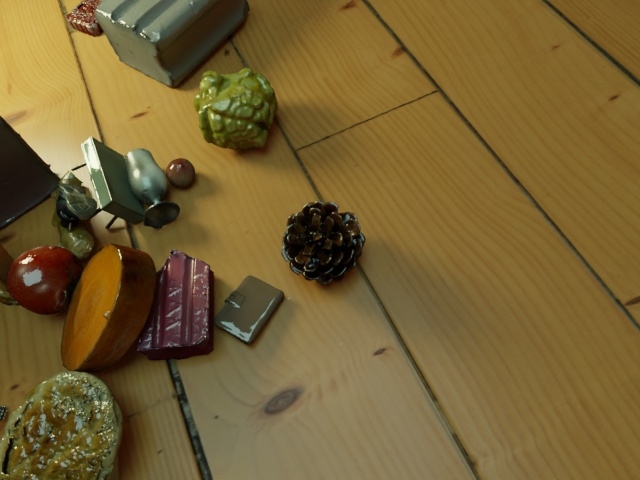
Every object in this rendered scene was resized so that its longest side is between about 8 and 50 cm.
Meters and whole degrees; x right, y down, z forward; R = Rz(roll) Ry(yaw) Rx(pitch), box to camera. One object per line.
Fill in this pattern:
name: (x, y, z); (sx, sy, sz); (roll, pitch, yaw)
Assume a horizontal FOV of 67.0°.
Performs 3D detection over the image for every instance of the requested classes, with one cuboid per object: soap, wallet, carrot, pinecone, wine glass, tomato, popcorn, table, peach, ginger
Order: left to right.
soap: (-0.877, -0.168, 1.252); (0.286, 0.296, 0.107); (-37, 65, -16)
tomato: (-0.661, 0.096, 1.155); (0.168, 0.167, 0.167); (-2, 62, 4)
ginger: (-0.671, -0.065, 1.305); (0.118, 0.065, 0.298); (-19, 60, -1)
carrot: (-0.494, 0.155, 1.092); (0.258, 0.100, 0.307); (34, 92, 47)
table: (-0.588, -0.144, 1.312); (0.111, 0.122, 0.240); (-35, 62, 10)
wine glass: (-0.462, -0.145, 1.309); (0.103, 0.103, 0.222); (-26, 62, -9)
soap: (-0.481, -0.754, 1.575); (0.351, 0.212, 0.435); (28, 68, 16)
soap: (-0.330, 0.145, 1.136); (0.163, 0.099, 0.249); (-6, 62, 3)
peach: (-0.388, -0.189, 1.337); (0.083, 0.083, 0.083); (-2, 62, 4)
popcorn: (-0.234, -0.368, 1.362); (0.255, 0.195, 0.256); (39, 72, 12)
wallet: (-0.170, 0.161, 1.146); (0.118, 0.038, 0.152); (29, 65, 17)
pinecone: (0.000, 0.000, 1.131); (0.208, 0.207, 0.207); (-2, 62, 4)

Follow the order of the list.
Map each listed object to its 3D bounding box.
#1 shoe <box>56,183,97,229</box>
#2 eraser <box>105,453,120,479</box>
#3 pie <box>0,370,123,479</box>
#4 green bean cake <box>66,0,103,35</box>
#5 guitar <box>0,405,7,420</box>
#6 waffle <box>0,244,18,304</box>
shoe: (-0.625, -0.074, 1.220); (0.169, 0.071, 0.099); (38, 110, 40)
eraser: (-0.535, 0.471, 0.997); (0.226, 0.069, 0.157); (-17, 63, -4)
pie: (-0.524, 0.400, 0.966); (0.275, 0.055, 0.273); (-3, 65, 7)
green bean cake: (-0.815, -0.801, 1.723); (0.135, 0.056, 0.135); (23, 66, 18)
guitar: (-0.720, 0.476, 1.038); (0.088, 0.025, 0.233); (-2, 61, 5)
waffle: (-0.879, 0.010, 1.137); (0.305, 0.348, 0.077); (10, 49, 12)
